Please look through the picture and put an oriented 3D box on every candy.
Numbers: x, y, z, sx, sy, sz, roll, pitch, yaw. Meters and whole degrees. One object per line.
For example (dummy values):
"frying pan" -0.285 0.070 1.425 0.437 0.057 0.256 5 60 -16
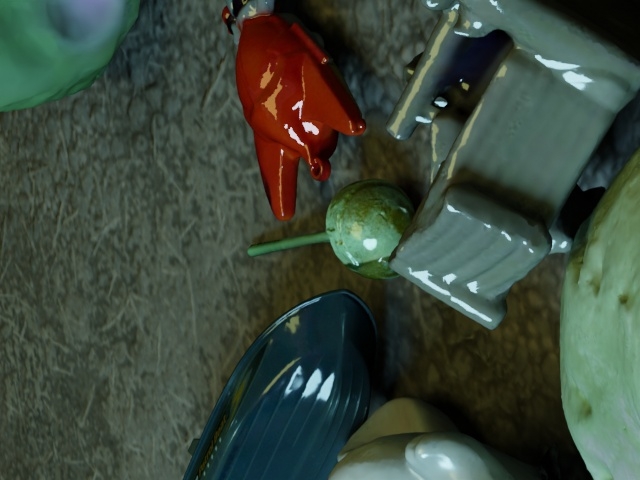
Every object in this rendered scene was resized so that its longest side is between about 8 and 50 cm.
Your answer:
"candy" 0.000 0.000 1.238 0.202 0.061 0.061 -11 89 63

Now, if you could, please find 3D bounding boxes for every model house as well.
"model house" 0.089 -0.057 0.968 0.122 0.229 0.188 22 107 7

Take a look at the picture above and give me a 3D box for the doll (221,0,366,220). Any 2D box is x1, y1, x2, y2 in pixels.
"doll" -0.028 -0.109 1.231 0.109 0.057 0.169 -49 60 48

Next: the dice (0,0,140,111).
"dice" -0.315 -0.257 1.370 0.330 0.318 0.322 21 115 50

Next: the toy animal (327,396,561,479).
"toy animal" 0.071 0.197 1.063 0.325 0.154 0.208 -93 -9 -86

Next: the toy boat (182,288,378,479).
"toy boat" -0.026 0.118 1.255 0.103 0.093 0.246 -104 29 -45

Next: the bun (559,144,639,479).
"bun" 0.197 0.058 0.854 0.283 0.179 0.283 23 118 52
